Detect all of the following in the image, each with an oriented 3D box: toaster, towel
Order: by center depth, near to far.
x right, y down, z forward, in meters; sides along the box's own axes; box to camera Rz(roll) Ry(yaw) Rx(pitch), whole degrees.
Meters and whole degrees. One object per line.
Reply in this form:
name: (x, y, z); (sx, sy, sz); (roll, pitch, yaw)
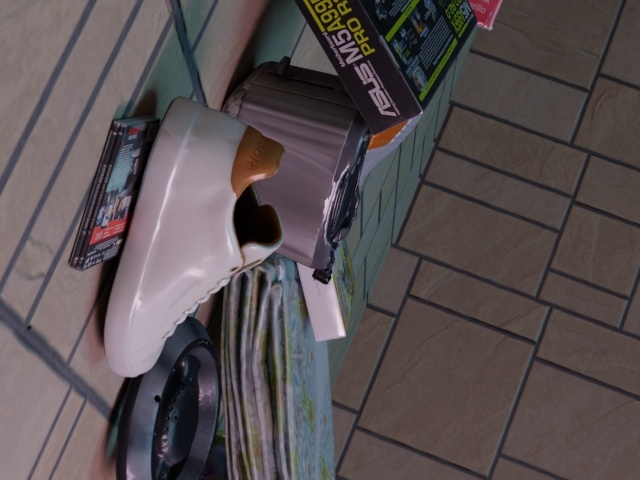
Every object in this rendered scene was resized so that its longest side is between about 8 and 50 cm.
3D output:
toaster: (-0.029, -0.075, 1.346); (0.129, 0.146, 0.227); (-57, 165, -55)
towel: (-0.052, 0.184, 1.713); (0.374, 0.090, 0.320); (24, 63, -79)

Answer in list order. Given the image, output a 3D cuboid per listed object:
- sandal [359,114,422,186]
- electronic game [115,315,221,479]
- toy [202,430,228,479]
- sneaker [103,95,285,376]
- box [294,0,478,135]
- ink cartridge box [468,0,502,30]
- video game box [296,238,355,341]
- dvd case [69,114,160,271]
sandal: (0.061, -0.158, 2.102); (0.265, 0.076, 0.102); (-48, 156, -3)
electronic game: (-0.161, 0.193, 1.404); (0.229, 0.048, 0.229); (8, 90, -73)
toy: (-0.143, 0.349, 1.733); (0.137, 0.056, 0.237); (-30, -146, 27)
sneaker: (-0.105, 0.023, 1.114); (0.106, 0.123, 0.290); (-74, -175, -51)
box: (0.058, -0.255, 1.312); (0.060, 0.216, 0.270); (-22, -161, 28)
ink cartridge box: (0.193, -0.467, 1.556); (0.279, 0.160, 0.384); (-86, -163, -75)
video game box: (0.000, 0.000, 1.715); (0.187, 0.048, 0.205); (-71, 150, -67)
dvd case: (-0.159, -0.038, 1.031); (0.087, 0.013, 0.119); (-39, 150, -76)
